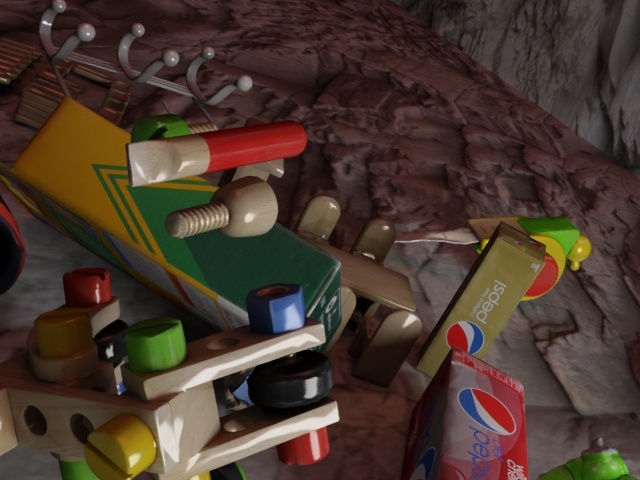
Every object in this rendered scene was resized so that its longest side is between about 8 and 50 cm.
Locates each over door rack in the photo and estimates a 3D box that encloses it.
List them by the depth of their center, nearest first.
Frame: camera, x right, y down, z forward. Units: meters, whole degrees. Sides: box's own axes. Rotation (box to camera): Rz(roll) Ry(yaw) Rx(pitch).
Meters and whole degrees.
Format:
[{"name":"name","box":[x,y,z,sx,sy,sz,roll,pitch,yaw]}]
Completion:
[{"name":"over door rack","box":[-0.189,-0.157,1.090,0.239,0.108,0.324,11,41,-38]}]

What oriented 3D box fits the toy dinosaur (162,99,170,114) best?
[{"name":"toy dinosaur","box":[-0.206,-0.138,1.224,0.090,0.047,0.082,60,12,-9]}]

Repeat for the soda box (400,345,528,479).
[{"name":"soda box","box":[0.123,0.202,0.792,0.083,0.092,0.263,27,24,0]}]

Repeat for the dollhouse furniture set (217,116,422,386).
[{"name":"dollhouse furniture set","box":[0.000,0.000,0.984,0.242,0.161,0.212,22,24,-13]}]

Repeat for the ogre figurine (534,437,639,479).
[{"name":"ogre figurine","box":[0.257,0.261,0.785,0.097,0.118,0.197,16,27,-25]}]

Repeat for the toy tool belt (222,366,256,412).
[{"name":"toy tool belt","box":[-0.065,0.126,0.796,0.083,0.052,0.051,30,21,-46]}]

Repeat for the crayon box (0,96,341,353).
[{"name":"crayon box","box":[-0.135,-0.004,0.813,0.323,0.083,0.203,30,-14,10]}]

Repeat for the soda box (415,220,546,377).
[{"name":"soda box","box":[0.174,0.073,0.997,0.058,0.181,0.061,29,23,3]}]

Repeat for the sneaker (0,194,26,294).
[{"name":"sneaker","box":[-0.373,-0.013,0.654,0.350,0.131,0.148,-1,32,-47]}]

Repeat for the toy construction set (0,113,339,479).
[{"name":"toy construction set","box":[-0.138,0.071,0.559,0.257,0.309,0.237,31,28,28]}]

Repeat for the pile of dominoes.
[{"name":"pile of dominoes","box":[-0.353,-0.197,1.193,0.196,0.040,0.251,21,17,-14]}]

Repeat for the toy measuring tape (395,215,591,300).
[{"name":"toy measuring tape","box":[0.222,0.031,1.277,0.330,0.121,0.121,-4,32,-12]}]
